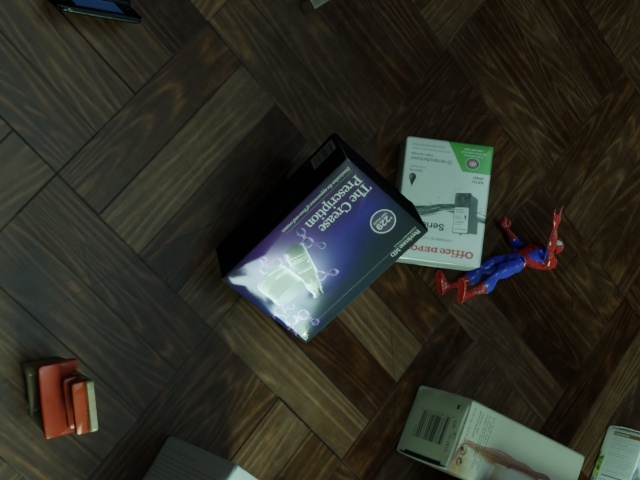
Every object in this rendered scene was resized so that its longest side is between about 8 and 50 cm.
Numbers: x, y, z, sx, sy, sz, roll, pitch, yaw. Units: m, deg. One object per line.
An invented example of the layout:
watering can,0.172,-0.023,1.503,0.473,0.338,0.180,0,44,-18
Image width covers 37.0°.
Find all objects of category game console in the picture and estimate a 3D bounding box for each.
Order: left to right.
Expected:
game console,-0.313,-0.357,1.330,0.122,0.107,0.071,2,118,-32

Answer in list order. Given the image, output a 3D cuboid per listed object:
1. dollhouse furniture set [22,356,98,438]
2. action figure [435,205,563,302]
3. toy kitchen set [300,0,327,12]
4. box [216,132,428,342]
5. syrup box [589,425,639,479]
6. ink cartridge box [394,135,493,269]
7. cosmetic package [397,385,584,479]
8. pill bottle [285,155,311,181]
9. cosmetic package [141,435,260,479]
dollhouse furniture set,-0.430,0.218,1.206,0.259,0.135,0.262,-10,101,-32
action figure,0.341,0.010,1.731,0.280,0.091,0.139,-14,113,-32
toy kitchen set,0.000,-0.423,1.527,0.075,0.068,0.083,-38,109,-27
box,0.000,0.000,1.442,0.261,0.103,0.184,-44,120,13
syrup box,0.600,0.500,1.906,0.093,0.096,0.236,32,74,-31
ink cartridge box,0.201,-0.060,1.617,0.153,0.087,0.208,6,87,-3
cosmetic package,0.301,0.375,1.683,0.296,0.153,0.129,28,77,-28
pill bottle,0.034,-0.070,1.538,0.169,0.094,0.094,16,82,-31
cosmetic package,-0.178,0.417,1.332,0.138,0.224,0.224,40,71,-26
